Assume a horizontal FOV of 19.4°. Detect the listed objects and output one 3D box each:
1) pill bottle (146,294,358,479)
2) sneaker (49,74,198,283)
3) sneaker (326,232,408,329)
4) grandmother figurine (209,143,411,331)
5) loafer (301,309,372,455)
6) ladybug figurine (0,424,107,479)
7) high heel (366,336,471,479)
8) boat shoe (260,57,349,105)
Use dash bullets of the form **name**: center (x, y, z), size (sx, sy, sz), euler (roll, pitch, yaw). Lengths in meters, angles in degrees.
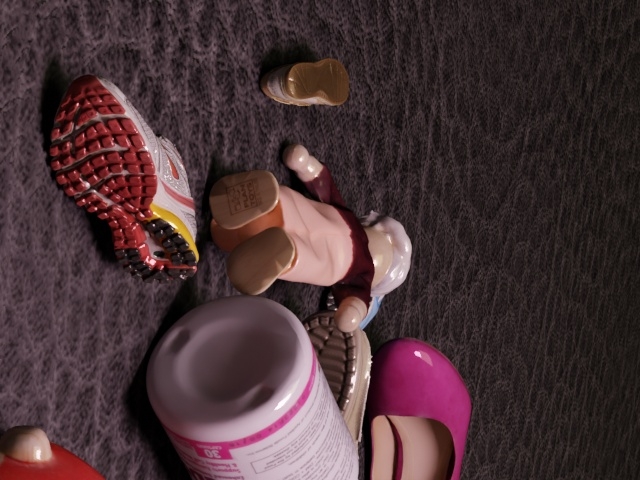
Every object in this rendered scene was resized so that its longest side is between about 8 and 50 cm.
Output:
- **pill bottle**: center (-0.053, 0.197, 1.825), size (0.160, 0.160, 0.283), euler (-65, 150, -32)
- **sneaker**: center (-0.168, -0.062, 1.612), size (0.225, 0.088, 0.092), euler (69, 17, -47)
- **sneaker**: center (0.049, 0.047, 2.141), size (0.162, 0.063, 0.073), euler (-57, 164, -35)
- **grandmother figurine**: center (0.000, 0.000, 1.941), size (0.342, 0.104, 0.208), euler (19, 62, -64)
- **loafer**: center (-0.004, 0.201, 2.017), size (0.092, 0.102, 0.268), euler (-10, 116, -66)
- **ladybug figurine**: center (-0.224, 0.370, 1.508), size (0.305, 0.162, 0.449), euler (-27, 122, -60)
- **high heel**: center (0.112, 0.282, 2.234), size (0.377, 0.127, 0.181), euler (75, 23, -47)
- **boat shoe**: center (-0.015, -0.164, 1.931), size (0.135, 0.045, 0.050), euler (1, 89, -61)
